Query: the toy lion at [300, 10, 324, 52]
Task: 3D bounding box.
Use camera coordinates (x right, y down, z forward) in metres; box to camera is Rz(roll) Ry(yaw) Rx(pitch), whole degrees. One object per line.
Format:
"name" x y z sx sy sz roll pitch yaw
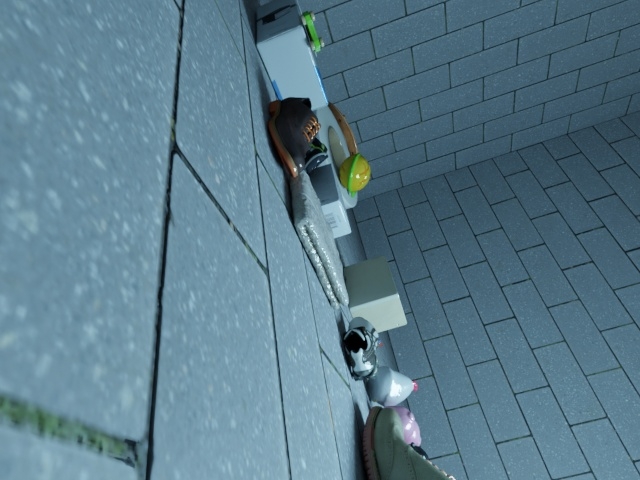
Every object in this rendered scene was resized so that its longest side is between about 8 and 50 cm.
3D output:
"toy lion" -0.023 -0.522 1.111 0.096 0.034 0.100 -106 173 -57

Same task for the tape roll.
"tape roll" 0.035 -0.294 1.570 0.392 0.072 0.391 -16 90 -71

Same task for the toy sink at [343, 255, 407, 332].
"toy sink" 0.170 0.176 1.423 0.234 0.153 0.131 -97 167 -62

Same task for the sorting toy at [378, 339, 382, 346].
"sorting toy" 0.189 0.359 1.607 0.102 0.042 0.061 55 -1 -27

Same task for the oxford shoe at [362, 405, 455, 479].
"oxford shoe" 0.157 0.419 0.734 0.397 0.147 0.140 -89 160 -70

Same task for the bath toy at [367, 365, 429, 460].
"bath toy" 0.202 0.468 1.060 0.348 0.129 0.151 -99 -157 -47

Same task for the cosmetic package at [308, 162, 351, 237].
"cosmetic package" 0.021 -0.114 1.259 0.231 0.086 0.117 -96 167 -54

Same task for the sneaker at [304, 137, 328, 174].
"sneaker" -0.039 -0.257 1.272 0.097 0.084 0.234 45 14 -15

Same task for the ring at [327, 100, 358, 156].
"ring" 0.055 -0.425 1.827 0.336 0.032 0.336 47 -23 27

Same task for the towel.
"towel" 0.000 0.000 0.957 0.187 0.049 0.282 -100 170 -49

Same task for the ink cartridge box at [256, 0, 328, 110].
"ink cartridge box" -0.084 -0.530 1.262 0.307 0.129 0.223 -99 167 -47

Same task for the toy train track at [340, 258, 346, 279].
"toy train track" 0.076 0.093 1.452 0.048 0.014 0.083 64 12 -50

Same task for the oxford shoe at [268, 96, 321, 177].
"oxford shoe" -0.050 -0.234 0.933 0.271 0.098 0.097 -101 170 -45

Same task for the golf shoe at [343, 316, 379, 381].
"golf shoe" 0.092 0.222 1.012 0.198 0.077 0.093 -96 166 -64

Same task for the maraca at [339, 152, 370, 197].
"maraca" 0.116 -0.215 1.475 0.185 0.099 0.127 63 47 -71
